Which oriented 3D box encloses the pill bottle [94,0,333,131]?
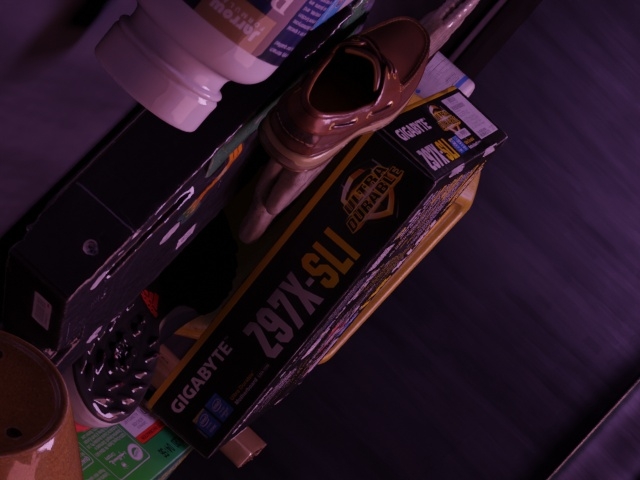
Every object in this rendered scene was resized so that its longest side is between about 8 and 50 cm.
[{"bbox_3d":[-0.040,-0.142,1.002,0.169,0.094,0.094,-49,176,11],"label":"pill bottle"}]

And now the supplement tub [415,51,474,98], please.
[{"bbox_3d":[0.110,-0.180,2.110,0.071,0.107,0.071,-48,175,-5],"label":"supplement tub"}]

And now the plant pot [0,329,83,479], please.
[{"bbox_3d":[-0.245,0.186,1.225,0.237,0.237,0.254,-43,160,-51],"label":"plant pot"}]

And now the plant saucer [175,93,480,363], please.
[{"bbox_3d":[0.000,0.000,1.868,0.333,0.081,0.333,-47,151,14],"label":"plant saucer"}]

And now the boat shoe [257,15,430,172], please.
[{"bbox_3d":[0.029,-0.111,1.342,0.178,0.064,0.060,-41,174,-42],"label":"boat shoe"}]

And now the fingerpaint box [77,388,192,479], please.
[{"bbox_3d":[-0.331,0.311,1.688,0.371,0.163,0.445,-50,176,15],"label":"fingerpaint box"}]

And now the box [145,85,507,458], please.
[{"bbox_3d":[0.011,0.022,1.652,0.322,0.079,0.257,-51,175,21],"label":"box"}]

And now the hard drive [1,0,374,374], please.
[{"bbox_3d":[-0.096,-0.059,1.396,0.339,0.064,0.237,-46,176,-19],"label":"hard drive"}]

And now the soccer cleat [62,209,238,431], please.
[{"bbox_3d":[-0.169,0.055,1.609,0.116,0.109,0.318,-16,-157,29],"label":"soccer cleat"}]

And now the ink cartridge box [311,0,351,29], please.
[{"bbox_3d":[0.038,-0.224,1.284,0.104,0.060,0.180,-53,174,39],"label":"ink cartridge box"}]

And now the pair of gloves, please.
[{"bbox_3d":[0.027,-0.110,1.504,0.240,0.042,0.204,-46,179,-20],"label":"pair of gloves"}]

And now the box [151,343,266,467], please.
[{"bbox_3d":[-0.137,0.141,1.865,0.021,0.201,0.164,-46,176,1],"label":"box"}]
